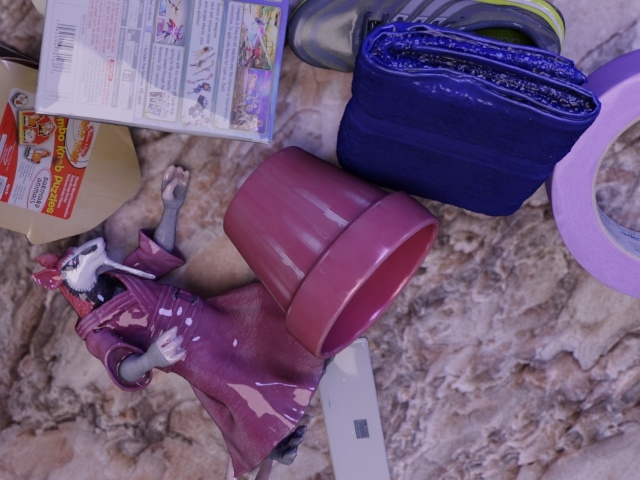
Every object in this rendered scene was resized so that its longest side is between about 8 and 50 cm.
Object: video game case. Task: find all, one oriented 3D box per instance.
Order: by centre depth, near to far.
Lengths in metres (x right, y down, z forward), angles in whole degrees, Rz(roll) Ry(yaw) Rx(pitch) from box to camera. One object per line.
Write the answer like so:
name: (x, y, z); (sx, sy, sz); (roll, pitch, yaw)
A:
video game case: (-0.155, -0.248, 1.197); (0.244, 0.061, 0.269); (7, 94, -4)

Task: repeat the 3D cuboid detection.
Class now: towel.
towel: (0.137, -0.121, 1.182); (0.228, 0.308, 0.076); (16, 73, 0)

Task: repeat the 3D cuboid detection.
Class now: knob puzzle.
knob puzzle: (-0.290, -0.089, 1.271); (0.213, 0.030, 0.213); (-6, 102, -29)

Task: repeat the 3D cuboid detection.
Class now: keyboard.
keyboard: (0.043, 0.240, 1.474); (0.072, 0.014, 0.256); (-9, 112, 3)

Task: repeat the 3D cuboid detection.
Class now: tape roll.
tape roll: (0.388, -0.073, 1.271); (0.275, 0.090, 0.274); (2, 114, 3)

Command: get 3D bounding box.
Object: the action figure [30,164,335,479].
action figure: (-0.167, 0.101, 1.364); (0.370, 0.248, 0.275); (24, 140, -7)

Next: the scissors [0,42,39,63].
scissors: (-0.400, -0.222, 1.309); (0.297, 0.021, 0.109); (35, 117, -16)

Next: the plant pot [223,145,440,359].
plant pot: (0.000, 0.000, 1.271); (0.180, 0.201, 0.201); (40, 113, 15)

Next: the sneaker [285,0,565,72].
sneaker: (0.112, -0.215, 1.212); (0.300, 0.121, 0.111); (1, 112, 4)

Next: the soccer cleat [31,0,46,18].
soccer cleat: (-0.258, -0.251, 1.261); (0.196, 0.068, 0.076); (45, 115, -7)

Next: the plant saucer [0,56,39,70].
plant saucer: (-0.341, -0.121, 1.329); (0.199, 0.036, 0.198); (3, 118, 5)
